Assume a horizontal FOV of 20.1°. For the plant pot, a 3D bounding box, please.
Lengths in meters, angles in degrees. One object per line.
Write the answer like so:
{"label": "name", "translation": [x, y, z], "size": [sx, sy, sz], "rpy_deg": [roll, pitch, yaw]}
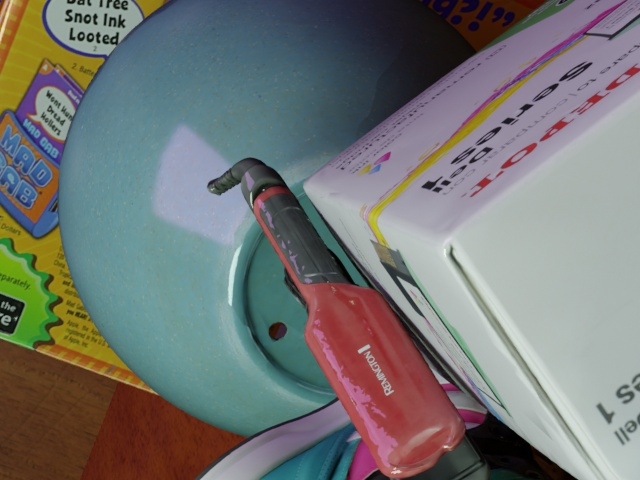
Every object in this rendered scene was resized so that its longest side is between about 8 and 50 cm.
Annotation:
{"label": "plant pot", "translation": [0.000, 0.000, 1.031], "size": [0.195, 0.290, 0.290], "rpy_deg": [-123, 55, -71]}

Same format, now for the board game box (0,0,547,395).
{"label": "board game box", "translation": [-0.070, -0.107, 1.333], "size": [0.356, 0.357, 0.356], "rpy_deg": [-107, 40, -71]}

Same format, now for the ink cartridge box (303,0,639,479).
{"label": "ink cartridge box", "translation": [0.124, -0.026, 0.721], "size": [0.201, 0.117, 0.278], "rpy_deg": [-37, 11, -4]}

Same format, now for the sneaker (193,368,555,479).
{"label": "sneaker", "translation": [0.084, 0.118, 0.857], "size": [0.295, 0.178, 0.123], "rpy_deg": [-34, -45, -37]}

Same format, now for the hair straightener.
{"label": "hair straightener", "translation": [0.008, 0.042, 0.823], "size": [0.047, 0.089, 0.230], "rpy_deg": [-36, 48, -4]}
